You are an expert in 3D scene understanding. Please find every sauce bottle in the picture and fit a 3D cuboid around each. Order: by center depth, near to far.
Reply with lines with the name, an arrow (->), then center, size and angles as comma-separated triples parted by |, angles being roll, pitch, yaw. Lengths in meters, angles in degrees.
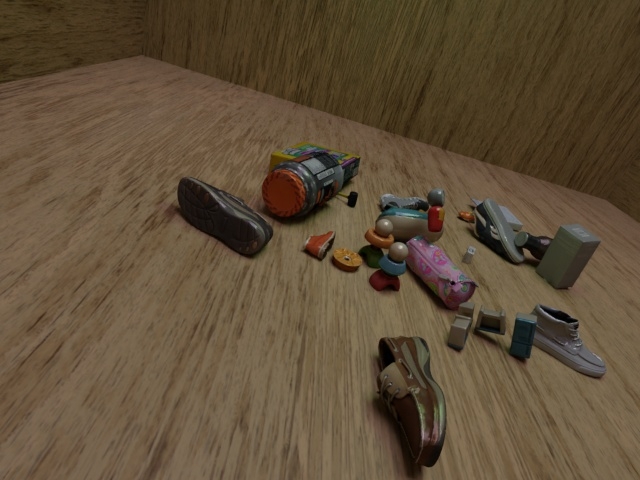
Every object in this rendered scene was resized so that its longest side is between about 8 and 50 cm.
sauce bottle -> 1.000, 0.044, 1.768 | 0.344, 0.112, 0.111 | 20, 27, -18

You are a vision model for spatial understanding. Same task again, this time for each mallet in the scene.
mallet -> 0.078, -0.197, 1.775 | 0.189, 0.063, 0.039 | 17, 25, 29

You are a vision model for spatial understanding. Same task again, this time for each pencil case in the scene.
pencil case -> 0.386, 0.099, 1.343 | 0.124, 0.124, 0.284 | 2, 32, -28

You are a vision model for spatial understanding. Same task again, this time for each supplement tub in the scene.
supplement tub -> -0.064, -0.214, 1.530 | 0.207, 0.207, 0.338 | 28, 30, 16

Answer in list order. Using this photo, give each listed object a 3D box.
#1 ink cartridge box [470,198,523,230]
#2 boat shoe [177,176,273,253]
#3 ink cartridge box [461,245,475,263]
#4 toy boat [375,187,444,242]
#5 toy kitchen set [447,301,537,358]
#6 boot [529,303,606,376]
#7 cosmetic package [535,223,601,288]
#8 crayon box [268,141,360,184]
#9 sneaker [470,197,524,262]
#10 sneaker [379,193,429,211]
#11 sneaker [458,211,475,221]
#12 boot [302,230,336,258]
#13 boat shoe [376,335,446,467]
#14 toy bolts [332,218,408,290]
ink cartridge box -> 0.930, -0.140, 2.162 | 0.223, 0.045, 0.223 | 13, 29, -9
boat shoe -> -0.299, -0.081, 1.268 | 0.355, 0.132, 0.130 | 37, 23, 15
ink cartridge box -> 0.590, 0.060, 1.607 | 0.028, 0.048, 0.083 | 28, 31, 17
toy boat -> 0.363, -0.083, 1.487 | 0.267, 0.148, 0.318 | 10, -12, -13
toy kitchen set -> 0.479, 0.277, 1.132 | 0.206, 0.122, 0.166 | 10, 23, 28
boot -> 0.747, 0.295, 1.212 | 0.258, 0.124, 0.095 | 28, 30, 16
cosmetic package -> 0.994, 0.066, 1.632 | 0.107, 0.238, 0.127 | -4, 37, -18
crayon box -> -0.017, -0.349, 1.868 | 0.312, 0.106, 0.363 | 17, 26, 16
sneaker -> 0.789, -0.025, 1.817 | 0.126, 0.127, 0.322 | 7, 55, -38
sneaker -> 0.377, -0.136, 1.803 | 0.228, 0.086, 0.132 | 7, 34, 0
sneaker -> 0.771, -0.124, 2.019 | 0.174, 0.068, 0.064 | 11, 31, -11
boot -> 0.000, 0.000, 1.356 | 0.084, 0.059, 0.158 | 21, 29, 14
boat shoe -> 0.176, 0.319, 0.856 | 0.119, 0.123, 0.324 | 12, 21, -1
toy bolts -> 0.174, 0.036, 1.286 | 0.218, 0.159, 0.228 | 0, 34, -31
